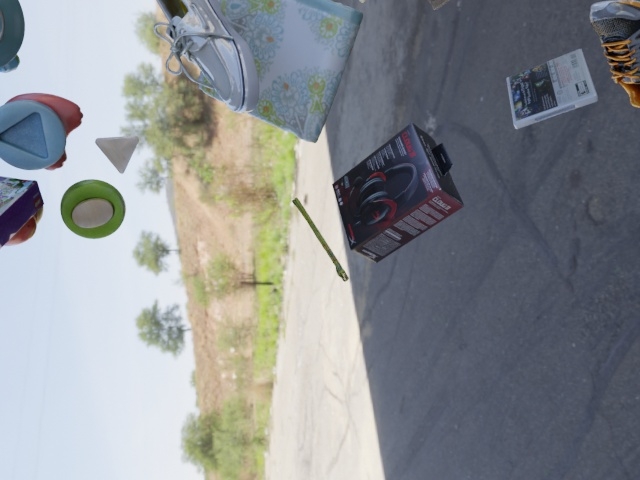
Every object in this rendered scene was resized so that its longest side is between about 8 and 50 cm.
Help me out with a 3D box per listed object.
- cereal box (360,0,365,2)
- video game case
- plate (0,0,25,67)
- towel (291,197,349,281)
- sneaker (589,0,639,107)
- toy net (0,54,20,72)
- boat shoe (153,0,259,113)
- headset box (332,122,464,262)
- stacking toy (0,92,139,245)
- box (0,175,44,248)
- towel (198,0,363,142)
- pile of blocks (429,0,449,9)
[{"bbox_3d":[0.136,-0.772,1.467,0.173,0.240,0.047,46,162,-3],"label":"cereal box"},{"bbox_3d":[0.520,-0.346,1.248,0.022,0.173,0.190,50,-144,-37],"label":"video game case"},{"bbox_3d":[-0.588,-0.364,0.893,0.024,0.188,0.188,-129,36,-53],"label":"plate"},{"bbox_3d":[0.000,0.000,1.401,0.237,0.021,0.102,58,179,19],"label":"towel"},{"bbox_3d":[0.470,-0.281,0.825,0.084,0.215,0.083,25,87,59],"label":"sneaker"},{"bbox_3d":[-0.824,-0.451,1.254,0.122,0.232,0.045,-21,49,33],"label":"toy net"},{"bbox_3d":[-0.258,-0.408,1.101,0.136,0.157,0.366,-41,70,52],"label":"boat shoe"},{"bbox_3d":[0.187,-0.119,1.308,0.293,0.110,0.218,-35,50,29],"label":"headset box"},{"bbox_3d":[-0.516,-0.114,1.077,0.308,0.280,0.130,-70,24,17],"label":"stacking toy"},{"bbox_3d":[-0.620,-0.012,0.878,0.293,0.201,0.057,-75,-8,-51],"label":"box"},{"bbox_3d":[-0.112,-0.456,1.333,0.090,0.375,0.320,-28,-37,-60],"label":"towel"},{"bbox_3d":[0.384,-0.744,1.340,0.149,0.113,0.362,43,130,11],"label":"pile of blocks"}]
